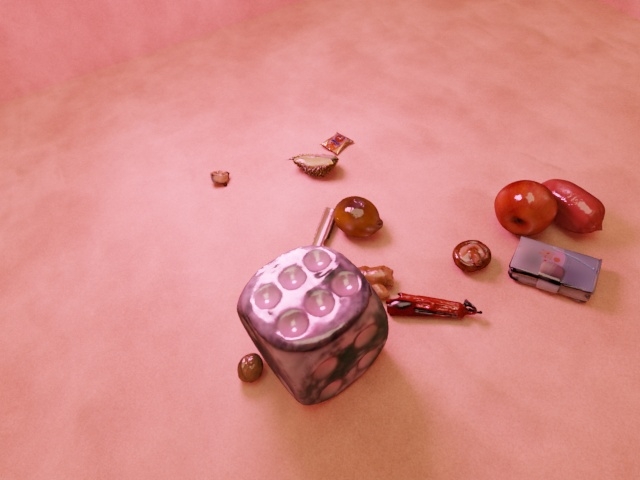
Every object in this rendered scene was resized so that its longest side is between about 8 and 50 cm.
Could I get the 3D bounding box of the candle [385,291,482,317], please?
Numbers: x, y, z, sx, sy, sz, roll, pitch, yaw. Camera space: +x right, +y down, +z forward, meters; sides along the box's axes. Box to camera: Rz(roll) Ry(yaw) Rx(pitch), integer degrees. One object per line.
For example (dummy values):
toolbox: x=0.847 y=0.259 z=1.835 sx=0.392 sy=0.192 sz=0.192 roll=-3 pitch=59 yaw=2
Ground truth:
candle: x=0.357 y=0.215 z=1.413 sx=0.301 sy=0.059 sz=0.084 roll=5 pitch=65 yaw=16

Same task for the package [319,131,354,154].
package: x=0.074 y=-0.441 z=2.003 sx=0.120 sy=0.031 sz=0.108 roll=-40 pitch=56 yaw=-20

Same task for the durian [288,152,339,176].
durian: x=-0.023 y=-0.322 z=1.890 sx=0.220 sy=0.095 sz=0.137 roll=14 pitch=20 yaw=23

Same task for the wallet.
wallet: x=0.753 y=0.086 z=1.433 sx=0.250 sy=0.075 sz=0.176 roll=21 pitch=55 yaw=25

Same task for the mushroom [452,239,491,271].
mushroom: x=0.510 y=0.049 z=1.498 sx=0.127 sy=0.087 sz=0.127 roll=-3 pitch=55 yaw=4

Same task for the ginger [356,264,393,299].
ginger: x=0.109 y=0.113 z=1.531 sx=0.298 sy=0.065 sz=0.118 roll=15 pitch=66 yaw=19

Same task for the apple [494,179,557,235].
apple: x=0.694 y=-0.107 z=1.513 sx=0.201 sy=0.201 sz=0.162 roll=19 pitch=47 yaw=23

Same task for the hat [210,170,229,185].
hat: x=-0.442 y=-0.272 z=1.946 sx=0.077 sy=0.059 sz=0.076 roll=10 pitch=20 yaw=6

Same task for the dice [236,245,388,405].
dice: x=-0.023 y=0.236 z=1.281 sx=0.328 sy=0.348 sz=0.330 roll=-35 pitch=55 yaw=-19

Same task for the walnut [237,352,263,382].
walnut: x=-0.215 y=0.390 z=1.363 sx=0.092 sy=0.092 sz=0.092 roll=-5 pitch=51 yaw=6

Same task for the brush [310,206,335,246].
brush: x=0.000 y=0.000 z=1.659 sx=0.054 sy=0.048 sz=0.282 roll=10 pitch=62 yaw=21

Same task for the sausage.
sausage: x=0.865 y=-0.122 z=1.536 sx=0.148 sy=0.148 sz=0.254 roll=-25 pitch=53 yaw=-10

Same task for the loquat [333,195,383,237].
loquat: x=0.141 y=-0.085 z=1.638 sx=0.195 sy=0.152 sz=0.152 roll=21 pitch=58 yaw=34
